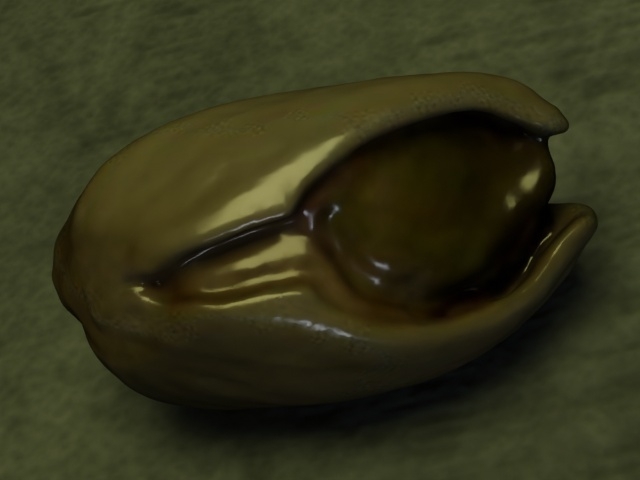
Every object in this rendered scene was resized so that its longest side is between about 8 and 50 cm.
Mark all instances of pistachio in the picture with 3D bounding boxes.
[{"bbox_3d":[0.000,0.000,0.699,0.238,0.138,0.153,-12,13,10],"label":"pistachio"}]
